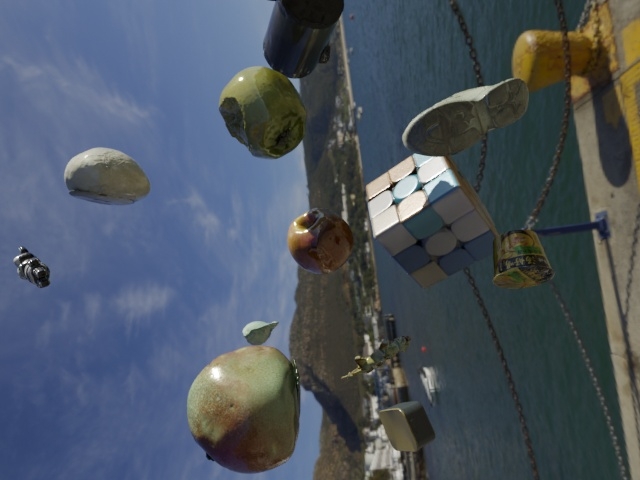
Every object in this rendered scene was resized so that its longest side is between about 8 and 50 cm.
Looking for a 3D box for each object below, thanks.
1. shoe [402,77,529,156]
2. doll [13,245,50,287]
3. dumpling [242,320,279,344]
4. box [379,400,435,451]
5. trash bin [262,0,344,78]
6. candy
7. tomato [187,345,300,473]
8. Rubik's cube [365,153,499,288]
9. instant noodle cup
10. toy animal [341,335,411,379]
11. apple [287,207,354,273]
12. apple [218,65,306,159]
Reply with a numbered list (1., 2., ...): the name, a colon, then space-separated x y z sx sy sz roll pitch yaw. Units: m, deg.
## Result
1. shoe: 0.355 -0.317 1.183 0.132 0.341 0.210 67 171 -15
2. doll: -0.848 0.084 1.302 0.067 0.219 0.091 -27 -58 -37
3. dumpling: -0.258 0.406 1.931 0.217 0.149 0.105 92 180 -71
4. box: 0.299 0.638 1.529 0.145 0.090 0.201 67 155 17
5. trash bin: -0.058 -0.672 1.387 0.301 0.251 0.203 154 124 -73
6. candy: -0.726 -0.219 1.528 0.295 0.295 0.186 24 -114 -83
7. tomato: -0.170 0.401 1.102 0.304 0.303 0.239 -84 11 -65
8. Rubik's cube: 0.409 -0.095 1.653 0.347 0.346 0.345 42 -152 -29
9. instant noodle cup: 0.529 0.050 1.178 0.151 0.151 0.122 71 -161 -60
10. toy animal: 0.169 0.360 1.344 0.057 0.241 0.099 60 -169 29
11. apple: 0.000 0.000 1.419 0.211 0.210 0.188 -90 -22 -48
12. apple: -0.166 -0.379 1.344 0.279 0.278 0.280 -8 -90 -84
